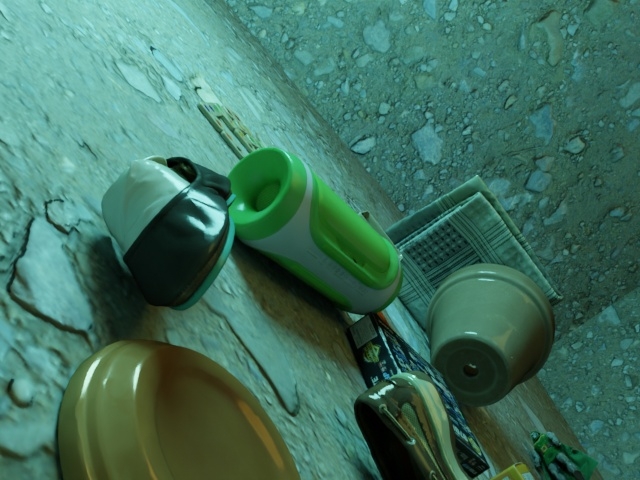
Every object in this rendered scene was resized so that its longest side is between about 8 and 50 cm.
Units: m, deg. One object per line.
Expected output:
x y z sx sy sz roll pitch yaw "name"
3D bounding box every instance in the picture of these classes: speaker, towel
0.000 0.000 0.857 0.296 0.131 0.131 39 17 -48 "speaker"
0.295 0.066 1.371 0.324 0.312 0.056 55 36 1 "towel"

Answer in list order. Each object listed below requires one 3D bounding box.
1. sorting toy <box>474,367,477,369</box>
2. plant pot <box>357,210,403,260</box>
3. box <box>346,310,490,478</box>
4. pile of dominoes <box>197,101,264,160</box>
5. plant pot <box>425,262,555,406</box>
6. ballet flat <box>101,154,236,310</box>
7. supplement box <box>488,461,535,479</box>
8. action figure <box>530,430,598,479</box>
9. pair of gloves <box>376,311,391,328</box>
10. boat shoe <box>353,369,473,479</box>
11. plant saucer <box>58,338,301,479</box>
0.398 0.319 1.663 0.102 0.042 0.061 60 23 -24 "sorting toy"
0.073 0.020 1.143 0.109 0.096 0.109 53 11 4 "plant pot"
0.137 0.221 0.907 0.220 0.051 0.175 44 15 -36 "box"
-0.099 -0.154 1.139 0.251 0.040 0.196 51 12 -7 "pile of dominoes"
0.311 0.203 1.254 0.263 0.263 0.229 52 31 0 "plant pot"
-0.129 -0.021 0.540 0.096 0.095 0.280 39 4 -14 "ballet flat"
0.315 0.434 0.897 0.080 0.078 0.233 29 25 -55 "supplement box"
0.549 0.513 1.518 0.063 0.137 0.232 37 5 -8 "action figure"
0.097 0.135 1.108 0.074 0.010 0.083 58 16 21 "pair of gloves"
0.103 0.261 0.630 0.095 0.095 0.258 -7 61 -35 "boat shoe"
-0.068 0.140 0.397 0.200 0.037 0.200 49 13 -15 "plant saucer"
